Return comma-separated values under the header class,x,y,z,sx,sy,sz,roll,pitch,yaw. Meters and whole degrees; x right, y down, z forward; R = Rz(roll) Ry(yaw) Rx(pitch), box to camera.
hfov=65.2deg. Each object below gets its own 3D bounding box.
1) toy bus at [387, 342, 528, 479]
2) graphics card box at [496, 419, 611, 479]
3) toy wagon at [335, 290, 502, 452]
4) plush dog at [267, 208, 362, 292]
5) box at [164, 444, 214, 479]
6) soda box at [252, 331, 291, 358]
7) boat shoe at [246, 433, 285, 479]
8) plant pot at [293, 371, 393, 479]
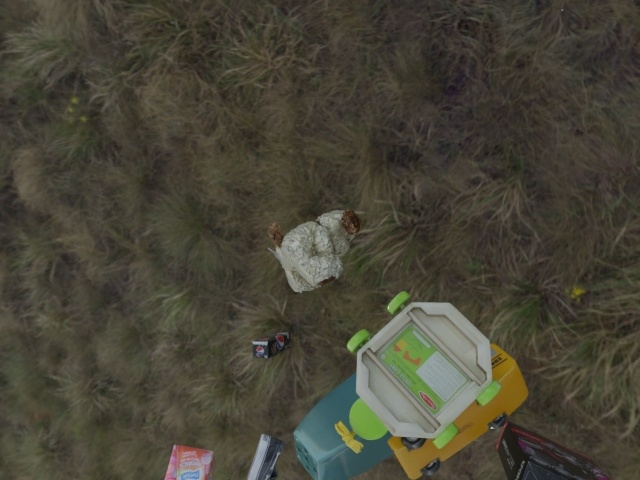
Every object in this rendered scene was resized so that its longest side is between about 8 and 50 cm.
class,x,y,z,sx,sy,sz,roll,pitch,yaw
toy bus,0.299,0.377,1.117,0.332,0.130,0.108,-32,115,-6
graphics card box,0.556,0.553,1.180,0.232,0.371,0.094,22,90,16
toy wagon,0.173,0.279,1.003,0.344,0.068,0.267,-41,67,-8
plush dog,0.000,0.000,1.348,0.211,0.225,0.262,57,158,1
box,-0.462,0.848,1.785,0.142,0.154,0.300,11,146,-3
soda box,-0.153,0.333,1.604,0.060,0.169,0.054,-4,90,20
boat shoe,-0.199,0.821,1.757,0.102,0.108,0.302,17,101,-4
plant pot,0.059,0.483,1.252,0.165,0.234,0.166,35,138,44
